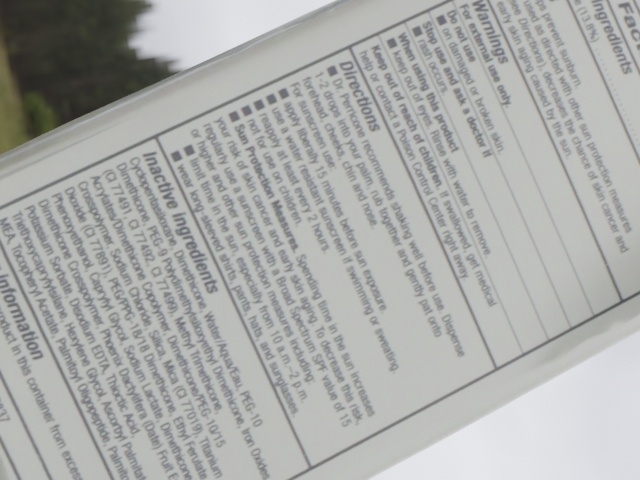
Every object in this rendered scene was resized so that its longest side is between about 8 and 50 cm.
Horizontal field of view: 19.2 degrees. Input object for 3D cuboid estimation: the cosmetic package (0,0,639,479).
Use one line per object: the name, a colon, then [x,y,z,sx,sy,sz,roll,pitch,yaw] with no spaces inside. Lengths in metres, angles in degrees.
cosmetic package: [0.000,0.000,0.672,0.153,0.296,0.129,66,-17,-4]
